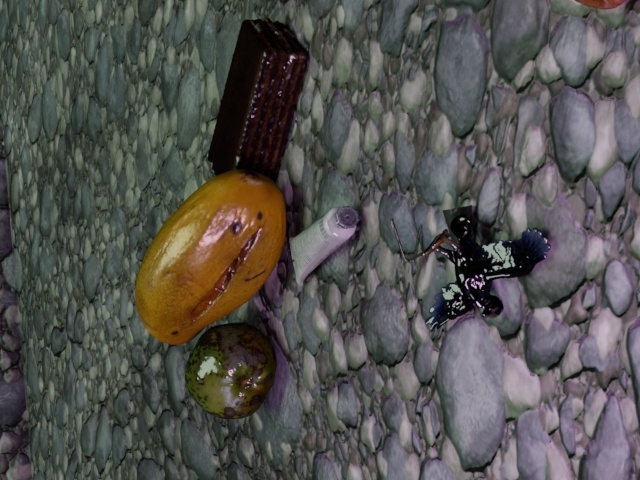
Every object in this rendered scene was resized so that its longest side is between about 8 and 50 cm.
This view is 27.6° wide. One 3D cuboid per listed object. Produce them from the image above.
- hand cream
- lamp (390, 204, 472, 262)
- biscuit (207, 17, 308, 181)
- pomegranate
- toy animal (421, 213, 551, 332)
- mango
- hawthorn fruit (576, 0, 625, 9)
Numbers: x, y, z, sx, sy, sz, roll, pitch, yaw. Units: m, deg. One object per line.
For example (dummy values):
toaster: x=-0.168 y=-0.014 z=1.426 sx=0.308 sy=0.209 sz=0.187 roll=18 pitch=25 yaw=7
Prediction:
hand cream: x=0.000 y=0.000 z=1.694 sx=0.194 sy=0.042 sz=0.067 roll=-40 pitch=62 yaw=63
lamp: x=0.129 y=-0.006 z=1.443 sx=0.121 sy=0.041 sz=0.054 roll=-9 pitch=91 yaw=59
biscuit: x=-0.092 y=-0.179 z=1.836 sx=0.106 sy=0.070 sz=0.252 roll=57 pitch=138 yaw=48
pomegranate: x=-0.117 y=0.182 z=1.858 sx=0.125 sy=0.163 sz=0.138 roll=14 pitch=101 yaw=21
toy animal: x=0.159 y=0.030 z=1.358 sx=0.108 sy=0.062 sz=0.220 roll=50 pitch=141 yaw=5
mango: x=-0.153 y=0.033 z=1.807 sx=0.295 sy=0.177 sz=0.120 roll=-58 pitch=44 yaw=15
hawthorn fruit: x=0.252 y=-0.253 z=1.185 sx=0.103 sy=0.066 sz=0.067 roll=-81 pitch=12 yaw=-49
